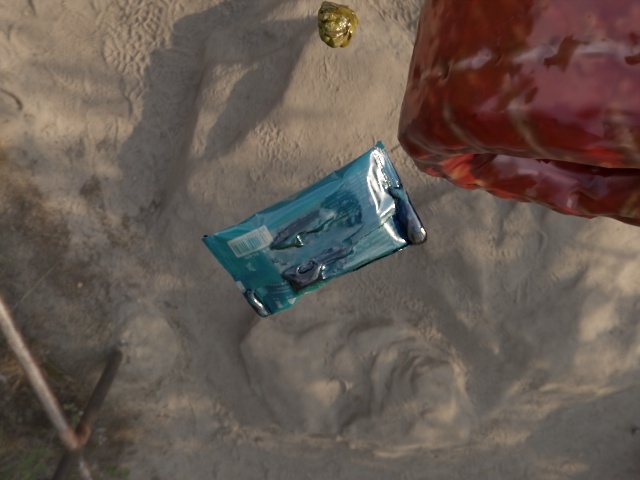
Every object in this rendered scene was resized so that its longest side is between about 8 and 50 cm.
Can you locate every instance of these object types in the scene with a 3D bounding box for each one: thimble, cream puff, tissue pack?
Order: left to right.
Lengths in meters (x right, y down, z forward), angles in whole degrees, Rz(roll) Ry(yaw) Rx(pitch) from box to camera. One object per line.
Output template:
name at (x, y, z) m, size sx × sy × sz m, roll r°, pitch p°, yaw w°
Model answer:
tissue pack at (0.000, 0.000, 0.353) m, size 0.138 × 0.028 × 0.085 m, roll -29°, pitch 118°, yaw 1°
cream puff at (0.029, -0.353, 0.827) m, size 0.058 × 0.083 × 0.083 m, roll -11°, pitch 96°, yaw 29°
thimble at (0.248, -0.144, 0.431) m, size 0.350 × 0.350 × 0.230 m, roll 13°, pitch 92°, yaw -8°
